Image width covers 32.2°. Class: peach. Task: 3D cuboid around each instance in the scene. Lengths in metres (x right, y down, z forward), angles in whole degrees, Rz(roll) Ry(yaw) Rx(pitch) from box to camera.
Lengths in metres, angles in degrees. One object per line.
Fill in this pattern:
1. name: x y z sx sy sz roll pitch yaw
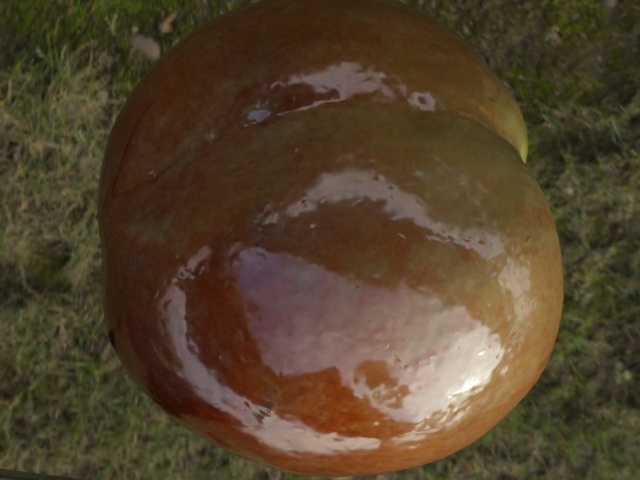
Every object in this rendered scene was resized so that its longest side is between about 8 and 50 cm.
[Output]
1. peach: 0.000 0.000 0.587 0.253 0.252 0.252 -4 121 -6

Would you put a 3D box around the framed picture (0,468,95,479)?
1. framed picture: -0.235 0.276 0.609 0.241 0.020 0.324 4 95 8
